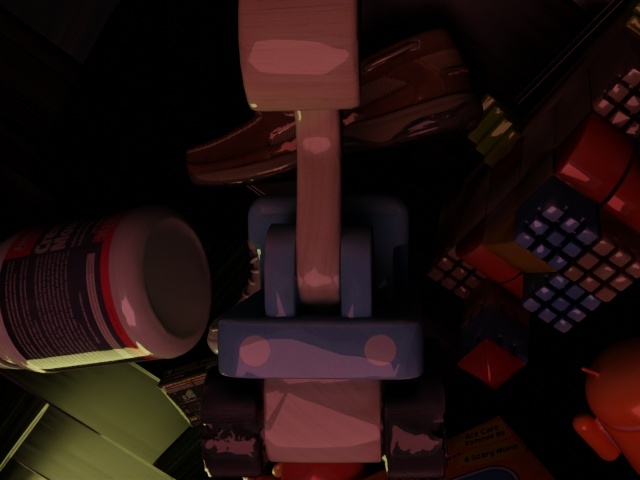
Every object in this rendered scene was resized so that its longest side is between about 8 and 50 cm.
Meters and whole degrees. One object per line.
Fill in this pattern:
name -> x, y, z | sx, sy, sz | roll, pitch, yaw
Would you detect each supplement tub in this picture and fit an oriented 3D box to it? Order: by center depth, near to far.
supplement tub -> -0.294, 0.066, 1.021 | 0.272, 0.191, 0.191 | -10, 121, 21

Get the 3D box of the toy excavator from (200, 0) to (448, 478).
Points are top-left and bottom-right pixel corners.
toy excavator -> 0.000, 0.000, 0.741 | 0.222, 0.433, 0.445 | -2, 92, 6

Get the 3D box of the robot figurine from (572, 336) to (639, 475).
robot figurine -> 0.402, 0.202, 0.962 | 0.219, 0.128, 0.158 | 50, 150, -21

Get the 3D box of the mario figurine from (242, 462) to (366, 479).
mario figurine -> -0.011, 0.360, 1.223 | 0.198, 0.170, 0.320 | -3, 146, -27

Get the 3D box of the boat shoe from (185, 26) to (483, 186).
boat shoe -> 0.006, -0.135, 0.853 | 0.324, 0.122, 0.119 | -13, 90, 21

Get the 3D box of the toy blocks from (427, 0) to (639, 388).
toy blocks -> 0.225, -0.034, 0.757 | 0.191, 0.261, 0.381 | 33, 126, -9

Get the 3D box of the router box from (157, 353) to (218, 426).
router box -> -0.165, 0.220, 1.191 | 0.122, 0.038, 0.092 | -20, 117, 27

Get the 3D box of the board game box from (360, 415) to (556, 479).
board game box -> 0.187, 0.525, 1.027 | 0.356, 0.356, 0.356 | -22, 122, -10

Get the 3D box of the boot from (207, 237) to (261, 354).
boot -> -0.060, 0.046, 1.015 | 0.258, 0.095, 0.123 | -26, 108, 21
